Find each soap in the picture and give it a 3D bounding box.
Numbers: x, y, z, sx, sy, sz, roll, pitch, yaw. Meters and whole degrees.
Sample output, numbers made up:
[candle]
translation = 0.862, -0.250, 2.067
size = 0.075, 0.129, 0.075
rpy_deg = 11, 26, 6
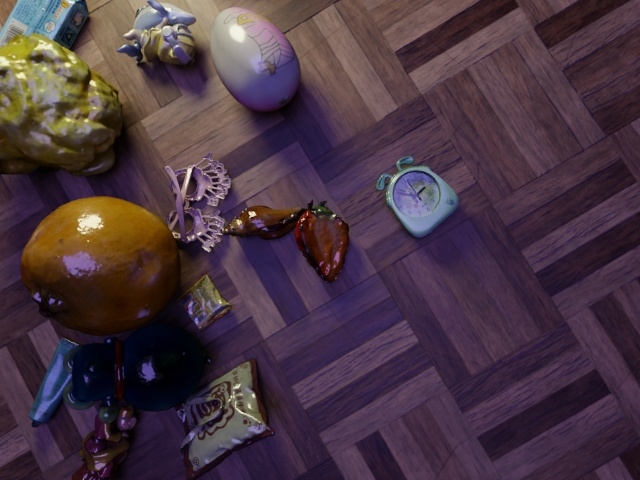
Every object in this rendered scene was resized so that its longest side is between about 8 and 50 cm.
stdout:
[soap]
translation = -0.744, -0.546, 1.212
size = 0.156, 0.077, 0.293
rpy_deg = 30, 89, 4

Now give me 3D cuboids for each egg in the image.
[egg]
translation = -0.161, -0.443, 1.114
size = 0.196, 0.196, 0.271
rpy_deg = -21, 83, 2

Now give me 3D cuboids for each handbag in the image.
[handbag]
translation = -0.229, 0.419, 1.090
size = 0.235, 0.127, 0.213
rpy_deg = -33, 47, 6

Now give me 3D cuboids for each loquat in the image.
[loquat]
translation = -0.484, 0.060, 1.036
size = 0.328, 0.328, 0.328
rpy_deg = 0, 86, 3

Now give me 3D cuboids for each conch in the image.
[conch]
translation = -0.131, -0.044, 1.143
size = 0.232, 0.080, 0.086
rpy_deg = 2, 94, 3

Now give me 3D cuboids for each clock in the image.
[clock]
translation = 0.236, -0.112, 1.135
size = 0.148, 0.060, 0.188
rpy_deg = -39, 85, 1

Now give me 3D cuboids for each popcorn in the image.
[popcorn]
translation = -0.656, -0.304, 1.089
size = 0.334, 0.293, 0.292
rpy_deg = -1, 56, 2

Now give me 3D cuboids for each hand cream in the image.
[hand cream]
translation = -0.679, 0.366, 1.172
size = 0.083, 0.048, 0.224
rpy_deg = 23, 82, 4

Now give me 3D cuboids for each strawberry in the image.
[strawberry]
translation = 0.000, -0.004, 1.129
size = 0.140, 0.085, 0.192
rpy_deg = -44, 111, -19

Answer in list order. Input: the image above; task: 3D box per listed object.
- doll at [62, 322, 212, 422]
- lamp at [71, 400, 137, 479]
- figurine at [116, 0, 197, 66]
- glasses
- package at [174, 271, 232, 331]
[doll]
translation = -0.410, 0.296, 1.052
size = 0.322, 0.186, 0.198
rpy_deg = -5, 71, -29
[lamp]
translation = -0.515, 0.484, 1.120
size = 0.118, 0.118, 0.253
rpy_deg = 16, 81, 4
[figurine]
translation = -0.407, -0.515, 1.171
size = 0.208, 0.128, 0.184
rpy_deg = -31, 88, 9
[glasses]
translation = -0.312, -0.101, 1.152
size = 0.162, 0.095, 0.255
rpy_deg = 5, 89, -1
[package]
translation = -0.298, 0.159, 1.164
size = 0.108, 0.031, 0.121
rpy_deg = -40, 80, 0
